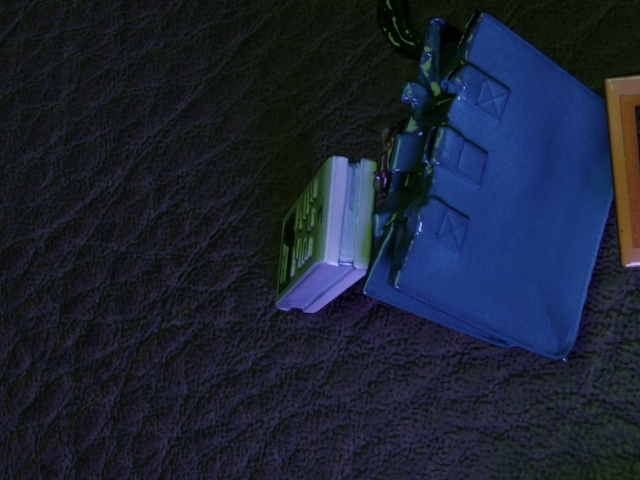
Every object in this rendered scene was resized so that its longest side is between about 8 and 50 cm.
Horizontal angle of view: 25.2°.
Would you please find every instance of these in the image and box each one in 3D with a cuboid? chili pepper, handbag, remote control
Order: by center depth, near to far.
[{"bbox_3d":[0.158,-0.045,1.333,0.100,0.274,0.268,7,80,46],"label":"handbag"},{"bbox_3d":[0.000,0.000,1.405,0.056,0.277,0.102,7,78,-10],"label":"remote control"},{"bbox_3d":[0.089,-0.231,1.540,0.055,0.035,0.118,-46,58,28],"label":"chili pepper"}]

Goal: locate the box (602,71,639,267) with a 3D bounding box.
[{"bbox_3d":[0.398,-0.075,1.272,0.274,0.076,0.174,-5,95,13],"label":"box"}]
